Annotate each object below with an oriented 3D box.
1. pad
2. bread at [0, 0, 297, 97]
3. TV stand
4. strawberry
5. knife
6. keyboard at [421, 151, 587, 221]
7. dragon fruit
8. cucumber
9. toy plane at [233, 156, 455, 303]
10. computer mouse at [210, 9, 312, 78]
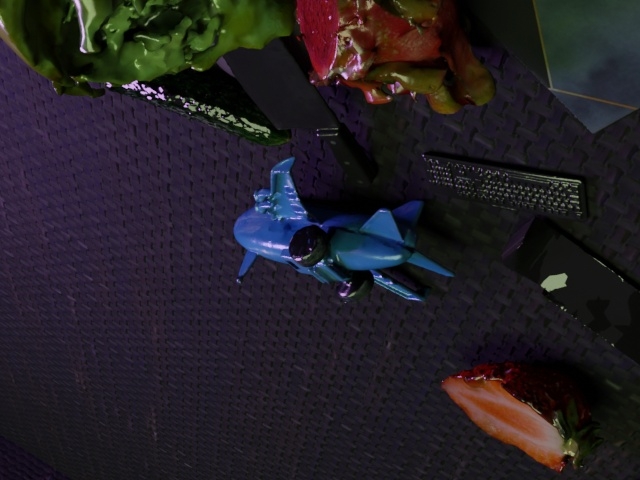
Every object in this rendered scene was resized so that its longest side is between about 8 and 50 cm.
[{"bbox_3d":[0.217,-0.174,0.647,0.164,0.004,0.243,42,147,-10],"label":"pad"},{"bbox_3d":[-0.176,-0.265,0.612,0.376,0.251,0.208,45,152,16],"label":"bread"},{"bbox_3d":[0.284,0.072,0.869,0.256,0.040,0.049,36,148,-1],"label":"TV stand"},{"bbox_3d":[0.220,0.181,1.038,0.187,0.082,0.146,18,139,36],"label":"strawberry"},{"bbox_3d":[-0.021,-0.119,0.858,0.072,0.019,0.245,1,151,30],"label":"knife"},{"bbox_3d":[0.164,-0.048,0.853,0.155,0.010,0.053,13,143,31],"label":"keyboard"},{"bbox_3d":[0.053,-0.165,0.701,0.208,0.133,0.150,37,106,-25],"label":"dragon fruit"},{"bbox_3d":[-0.123,-0.143,0.955,0.215,0.052,0.058,23,138,18],"label":"cucumber"},{"bbox_3d":[0.000,0.000,0.987,0.271,0.105,0.254,-3,147,41],"label":"toy plane"},{"bbox_3d":[-0.056,-0.222,0.784,0.120,0.057,0.232,14,145,18],"label":"computer mouse"}]
